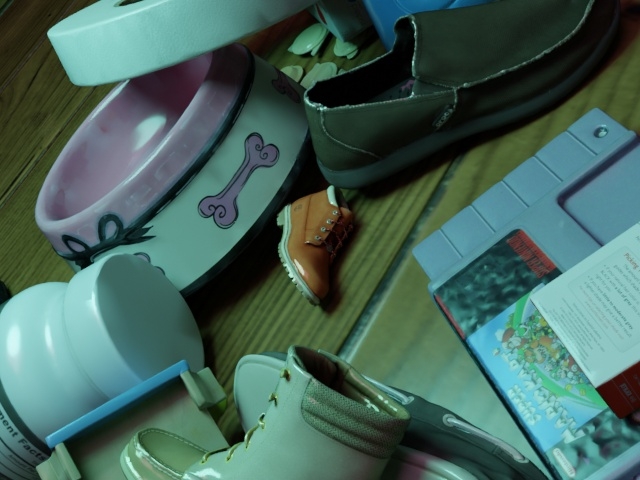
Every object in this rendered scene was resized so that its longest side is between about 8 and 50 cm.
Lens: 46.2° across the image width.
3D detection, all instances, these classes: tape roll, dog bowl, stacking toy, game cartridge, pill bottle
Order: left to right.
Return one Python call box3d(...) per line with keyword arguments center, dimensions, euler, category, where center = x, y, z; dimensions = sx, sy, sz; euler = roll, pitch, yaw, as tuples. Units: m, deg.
box3d(center=(-0.322, 0.174, 0.840), dimensions=(0.362, 0.210, 0.210), euler=(-31, 41, 17), category="pill bottle")
box3d(center=(-0.207, -0.106, 0.995), dimensions=(0.408, 0.150, 0.408), euler=(-29, 36, 24), category="dog bowl")
box3d(center=(-0.158, -0.309, 0.968), dimensions=(0.391, 0.072, 0.392), euler=(-18, 26, 9), category="tape roll")
box3d(center=(0.126, -0.388, 1.008), dimensions=(0.165, 0.175, 0.302), euler=(-24, 29, 14), category="stacking toy")
box3d(center=(0.230, 0.054, 0.583), dimensions=(0.230, 0.068, 0.355), euler=(-35, 40, 5), category="game cartridge")

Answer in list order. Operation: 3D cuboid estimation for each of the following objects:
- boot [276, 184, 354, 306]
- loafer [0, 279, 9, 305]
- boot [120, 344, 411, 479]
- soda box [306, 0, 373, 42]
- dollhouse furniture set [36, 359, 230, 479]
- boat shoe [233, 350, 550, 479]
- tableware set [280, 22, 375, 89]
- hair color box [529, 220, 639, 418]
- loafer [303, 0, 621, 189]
box3d(center=(0.000, 0.000, 0.832), dimensions=(0.084, 0.059, 0.158), euler=(-26, 42, 16), category="boot")
box3d(center=(-0.524, 0.132, 1.169), dimensions=(0.078, 0.080, 0.220), euler=(-52, 33, 8), category="loafer")
box3d(center=(-0.047, 0.151, 0.570), dimensions=(0.213, 0.077, 0.165), euler=(23, 103, 24), category="boot")
box3d(center=(0.014, -0.364, 1.098), dimensions=(0.069, 0.074, 0.216), euler=(-32, 34, 2), category="soda box")
box3d(center=(-0.157, 0.315, 0.684), dimensions=(0.303, 0.198, 0.286), euler=(-30, 72, -22), category="dollhouse furniture set")
box3d(center=(0.045, 0.175, 0.630), dimensions=(0.335, 0.095, 0.112), euler=(16, 102, 51), category="boat shoe")
box3d(center=(-0.006, -0.261, 1.091), dimensions=(0.168, 0.020, 0.141), euler=(20, 71, 50), category="tableware set")
box3d(center=(0.240, 0.032, 0.507), dimensions=(0.167, 0.053, 0.093), euler=(-37, 38, 11), category="hair color box")
box3d(center=(0.140, -0.184, 0.798), dimensions=(0.365, 0.130, 0.134), euler=(-30, 41, 10), category="loafer")
